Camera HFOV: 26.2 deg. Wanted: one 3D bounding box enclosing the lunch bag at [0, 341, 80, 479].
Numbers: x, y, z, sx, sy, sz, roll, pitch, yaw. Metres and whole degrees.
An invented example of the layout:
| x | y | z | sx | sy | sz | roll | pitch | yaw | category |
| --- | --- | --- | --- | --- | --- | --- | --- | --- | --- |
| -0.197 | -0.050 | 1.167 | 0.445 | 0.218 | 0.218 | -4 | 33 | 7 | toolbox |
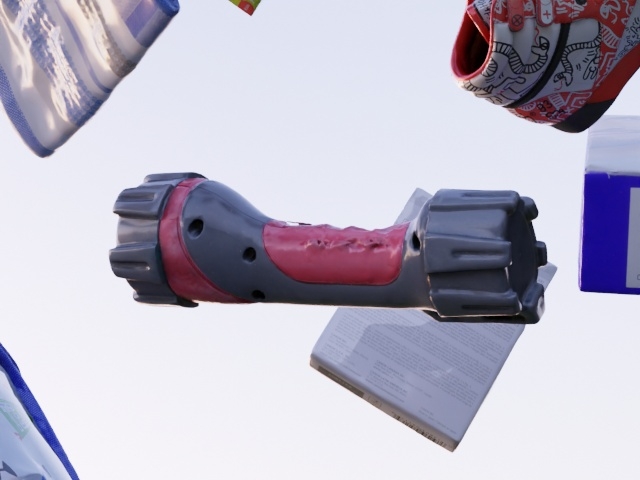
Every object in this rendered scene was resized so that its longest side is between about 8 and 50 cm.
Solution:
| x | y | z | sx | sy | sz | roll | pitch | yaw | category |
| --- | --- | --- | --- | --- | --- | --- | --- | --- | --- |
| -0.390 | 0.206 | 1.118 | 0.328 | 0.385 | 0.239 | -42 | -37 | -2 | lunch bag |

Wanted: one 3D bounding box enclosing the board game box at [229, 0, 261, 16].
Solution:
| x | y | z | sx | sy | sz | roll | pitch | yaw | category |
| --- | --- | --- | --- | --- | --- | --- | --- | --- | --- |
| -0.124 | -0.335 | 1.497 | 0.181 | 0.043 | 0.092 | 34 | -41 | -6 | board game box |

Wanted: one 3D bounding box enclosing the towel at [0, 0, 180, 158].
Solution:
| x | y | z | sx | sy | sz | roll | pitch | yaw | category |
| --- | --- | --- | --- | --- | --- | --- | --- | --- | --- |
| -0.228 | -0.205 | 1.125 | 0.034 | 0.209 | 0.285 | -28 | -4 | -38 | towel |

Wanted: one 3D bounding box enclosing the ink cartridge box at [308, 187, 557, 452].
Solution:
| x | y | z | sx | sy | sz | roll | pitch | yaw | category |
| --- | --- | --- | --- | --- | --- | --- | --- | --- | --- |
| 0.124 | 0.086 | 1.510 | 0.189 | 0.232 | 0.066 | 30 | -23 | 7 | ink cartridge box |

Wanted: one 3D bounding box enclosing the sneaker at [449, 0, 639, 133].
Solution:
| x | y | z | sx | sy | sz | roll | pitch | yaw | category |
| --- | --- | --- | --- | --- | --- | --- | --- | --- | --- |
| 0.209 | -0.205 | 1.063 | 0.145 | 0.090 | 0.270 | 15 | -53 | -28 | sneaker |

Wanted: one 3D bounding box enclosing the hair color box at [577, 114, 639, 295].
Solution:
| x | y | z | sx | sy | sz | roll | pitch | yaw | category |
| --- | --- | --- | --- | --- | --- | --- | --- | --- | --- |
| 0.323 | -0.039 | 1.208 | 0.185 | 0.110 | 0.339 | 3 | 11 | 11 | hair color box |

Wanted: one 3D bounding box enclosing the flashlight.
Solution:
| x | y | z | sx | sy | sz | roll | pitch | yaw | category |
| --- | --- | --- | --- | --- | --- | --- | --- | --- | --- |
| 0.000 | 0.000 | 0.961 | 0.304 | 0.103 | 0.103 | -1 | -12 | 29 | flashlight |
